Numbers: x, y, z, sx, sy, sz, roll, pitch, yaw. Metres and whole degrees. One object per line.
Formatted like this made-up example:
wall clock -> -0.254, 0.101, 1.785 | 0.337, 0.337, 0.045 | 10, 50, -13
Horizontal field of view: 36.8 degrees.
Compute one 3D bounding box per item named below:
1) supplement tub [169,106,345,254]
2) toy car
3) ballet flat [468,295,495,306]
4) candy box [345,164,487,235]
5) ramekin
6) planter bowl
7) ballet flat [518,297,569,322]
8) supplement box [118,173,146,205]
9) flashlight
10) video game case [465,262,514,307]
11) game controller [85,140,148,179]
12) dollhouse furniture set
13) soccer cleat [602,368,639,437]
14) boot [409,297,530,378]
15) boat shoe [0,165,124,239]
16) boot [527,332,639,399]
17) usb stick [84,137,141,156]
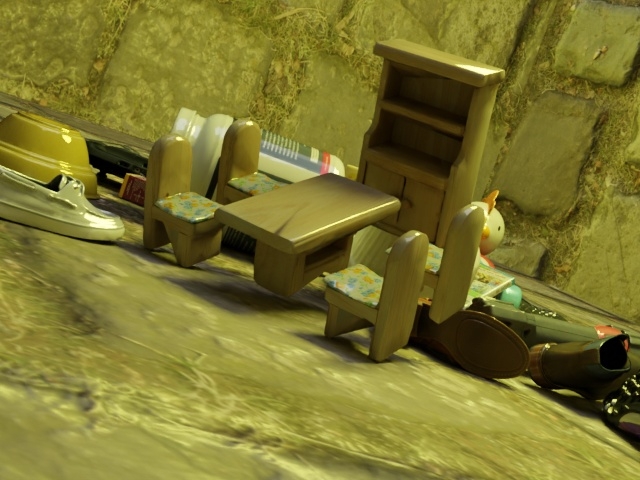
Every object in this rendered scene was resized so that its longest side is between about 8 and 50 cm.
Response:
supplement tub -> -0.115, -0.082, 1.497 | 0.272, 0.191, 0.191 | 20, 5, -8
toy car -> 0.311, 0.007, 1.952 | 0.219, 0.238, 0.210 | 19, 5, -5
ballet flat -> 0.252, 0.122, 1.473 | 0.074, 0.074, 0.203 | 21, 5, 13
candy box -> 0.150, -0.014, 1.858 | 0.087, 0.183, 0.316 | 16, 7, -46
ramekin -> 0.148, 0.023, 1.484 | 0.207, 0.109, 0.207 | 20, 30, -12
planter bowl -> -0.429, -0.142, 1.475 | 0.217, 0.090, 0.217 | 20, 5, -2
ballet flat -> 0.458, 0.166, 2.025 | 0.173, 0.049, 0.057 | 25, -23, -6
supplement box -> -0.288, -0.079, 1.619 | 0.083, 0.043, 0.055 | 21, 4, 11
flashlight -> 0.330, 0.151, 1.375 | 0.304, 0.103, 0.103 | 13, 9, -24
video game case -> 0.220, 0.079, 1.586 | 0.166, 0.015, 0.119 | -26, 33, -31
game controller -> -0.287, -0.101, 1.732 | 0.319, 0.067, 0.166 | 21, 5, 10
dollhouse furniture set -> 0.045, -0.090, 1.205 | 0.362, 0.257, 0.394 | 24, 27, 31
soccer cleat -> 0.419, 0.214, 1.112 | 0.116, 0.108, 0.318 | 48, -1, 2
boot -> 0.173, 0.115, 1.248 | 0.197, 0.073, 0.152 | 24, 1, 6
boat shoe -> -0.304, -0.046, 1.106 | 0.184, 0.063, 0.066 | 17, 6, -33
boot -> 0.386, 0.167, 1.271 | 0.219, 0.082, 0.106 | 5, -14, -35
usb stick -> -0.464, -0.190, 2.087 | 0.077, 0.045, 0.278 | 20, 5, 8
